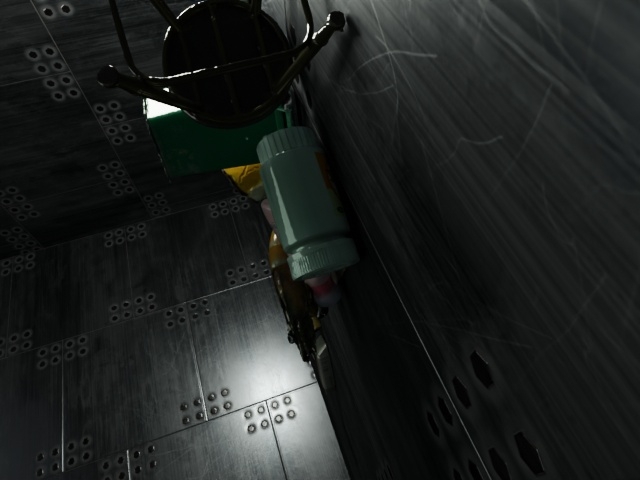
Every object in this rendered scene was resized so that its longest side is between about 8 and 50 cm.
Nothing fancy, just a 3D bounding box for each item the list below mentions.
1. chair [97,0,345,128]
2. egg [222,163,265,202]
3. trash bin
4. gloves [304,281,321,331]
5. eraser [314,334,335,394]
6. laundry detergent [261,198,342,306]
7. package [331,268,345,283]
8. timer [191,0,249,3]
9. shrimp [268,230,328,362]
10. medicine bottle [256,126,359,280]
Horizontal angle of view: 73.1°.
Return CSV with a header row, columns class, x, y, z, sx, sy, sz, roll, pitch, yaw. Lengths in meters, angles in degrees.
class,x,y,z,sx,sy,sz,roll,pitch,yaw
chair,-0.202,-0.422,0.816,0.410,0.361,0.366,149,105,-84
egg,-0.270,-0.335,1.736,0.337,0.200,0.337,57,-166,-23
trash bin,-0.256,-0.313,1.170,0.259,0.380,0.295,82,167,-45
gloves,-0.104,0.274,1.974,0.332,0.154,0.141,68,169,-7
eraser,0.019,0.609,2.090,0.089,0.061,0.352,-121,17,-53
laundry detergent,-0.040,0.030,1.156,0.159,0.087,0.336,19,140,61
package,0.000,0.000,1.236,0.251,0.062,0.204,57,166,15
timer,-0.361,-0.851,1.394,0.384,0.270,0.270,54,164,19
shrimp,-0.048,0.150,1.279,0.272,0.085,0.446,35,-145,-44
medicine bottle,-0.033,-0.082,0.963,0.158,0.157,0.319,121,132,-77
